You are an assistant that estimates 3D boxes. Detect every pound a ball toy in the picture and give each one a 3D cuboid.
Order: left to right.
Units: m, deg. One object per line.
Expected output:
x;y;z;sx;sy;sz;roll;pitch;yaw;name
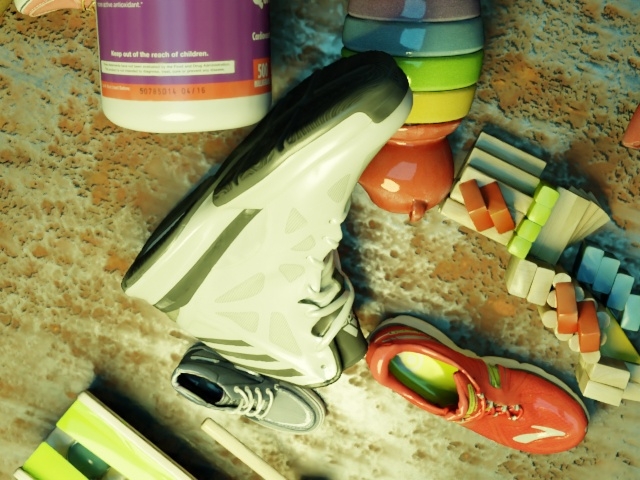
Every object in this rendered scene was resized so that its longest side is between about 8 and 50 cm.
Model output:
-0.177;0.299;1.266;0.319;0.136;0.208;39;77;-2;pound a ball toy

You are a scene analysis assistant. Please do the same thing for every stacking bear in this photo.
0.092;-0.168;1.123;0.164;0.175;0.289;-3;110;-10;stacking bear

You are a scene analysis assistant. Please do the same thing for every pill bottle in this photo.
-0.143;-0.280;1.071;0.182;0.181;0.322;1;105;6;pill bottle

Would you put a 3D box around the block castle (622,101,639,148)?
0.477;-0.098;0.946;0.303;0.453;0.212;15;95;2;block castle

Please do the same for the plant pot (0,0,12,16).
-0.358;-0.392;1.108;0.237;0.237;0.254;44;86;-3;plant pot

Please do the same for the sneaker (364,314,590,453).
0.175;0.184;1.194;0.279;0.118;0.107;21;103;2;sneaker

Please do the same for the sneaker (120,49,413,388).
0.000;0.000;1.124;0.257;0.169;0.447;40;132;-14;sneaker

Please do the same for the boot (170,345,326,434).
-0.087;0.191;1.240;0.190;0.086;0.069;22;102;2;boot

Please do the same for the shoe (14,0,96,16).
-0.254;-0.278;1.180;0.178;0.063;0.081;-26;93;4;shoe

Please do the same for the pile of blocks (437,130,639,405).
0.278;0.036;1.159;0.149;0.112;0.362;-39;95;11;pile of blocks
